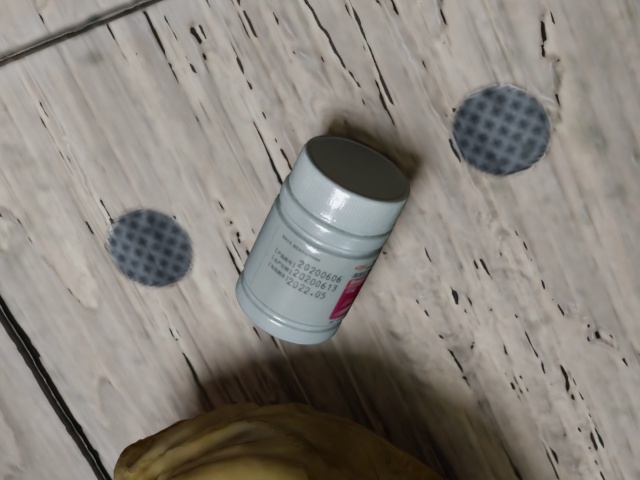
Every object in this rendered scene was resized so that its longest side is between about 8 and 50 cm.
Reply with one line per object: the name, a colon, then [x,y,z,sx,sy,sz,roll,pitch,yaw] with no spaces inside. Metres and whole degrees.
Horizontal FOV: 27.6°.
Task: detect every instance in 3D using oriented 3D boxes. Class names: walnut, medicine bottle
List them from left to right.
walnut: [-0.007,0.192,0.671,0.198,0.198,0.245,-36,110,26]
medicine bottle: [0.000,0.000,0.644,0.058,0.058,0.091,26,120,-3]
